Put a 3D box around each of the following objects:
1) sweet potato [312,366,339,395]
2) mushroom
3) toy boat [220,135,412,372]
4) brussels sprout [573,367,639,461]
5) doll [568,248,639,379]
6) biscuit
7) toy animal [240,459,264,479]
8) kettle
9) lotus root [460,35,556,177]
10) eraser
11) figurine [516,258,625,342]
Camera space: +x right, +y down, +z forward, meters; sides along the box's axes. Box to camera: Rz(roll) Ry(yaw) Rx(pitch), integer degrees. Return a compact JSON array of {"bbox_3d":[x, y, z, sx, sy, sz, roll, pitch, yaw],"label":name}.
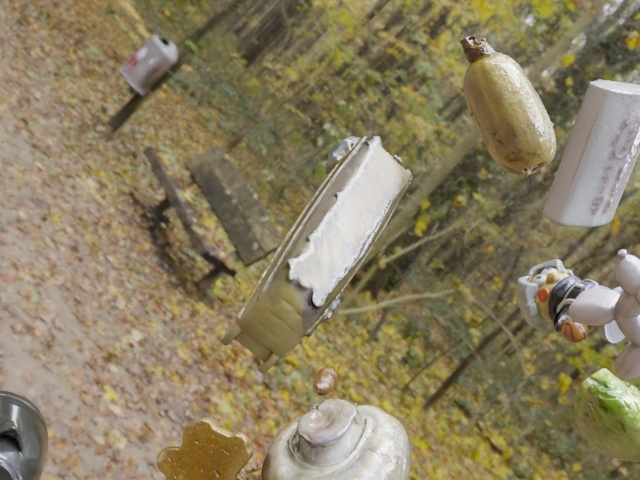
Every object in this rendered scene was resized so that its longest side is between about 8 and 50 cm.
[{"bbox_3d":[0.017,0.312,1.647,0.056,0.056,0.195,47,9,10],"label":"sweet potato"},{"bbox_3d":[0.017,0.352,1.141,0.255,0.255,0.184,-124,-161,-55],"label":"mushroom"},{"bbox_3d":[0.000,0.000,1.067,0.136,0.162,0.445,41,48,-8],"label":"toy boat"},{"bbox_3d":[0.687,0.408,1.679,0.223,0.161,0.223,46,-6,6],"label":"brussels sprout"},{"bbox_3d":[0.388,0.089,0.890,0.161,0.059,0.160,52,-32,2],"label":"doll"},{"bbox_3d":[-0.203,0.410,1.201,0.166,0.225,0.036,21,-6,6],"label":"biscuit"},{"bbox_3d":[-0.187,0.545,1.594,0.116,0.255,0.114,45,-26,23],"label":"toy animal"},{"bbox_3d":[-0.678,0.477,1.421,0.228,0.320,0.324,35,-8,-19],"label":"kettle"},{"bbox_3d":[0.410,-0.306,1.623,0.169,0.152,0.342,26,41,-85],"label":"lotus root"},{"bbox_3d":[0.536,-0.164,1.393,0.174,0.270,0.095,-4,31,-34],"label":"eraser"},{"bbox_3d":[0.529,0.137,1.558,0.236,0.176,0.132,21,-45,51],"label":"figurine"}]
